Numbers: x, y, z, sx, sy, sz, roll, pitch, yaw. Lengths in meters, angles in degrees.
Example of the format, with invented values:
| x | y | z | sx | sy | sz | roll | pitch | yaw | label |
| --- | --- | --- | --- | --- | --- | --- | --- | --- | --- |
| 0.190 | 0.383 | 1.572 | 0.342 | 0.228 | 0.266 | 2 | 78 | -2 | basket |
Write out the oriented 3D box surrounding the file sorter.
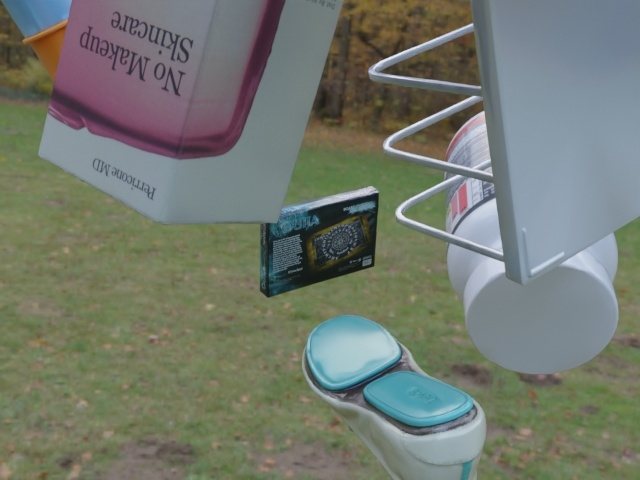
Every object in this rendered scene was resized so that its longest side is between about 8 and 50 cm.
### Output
| x | y | z | sx | sy | sz | roll | pitch | yaw | label |
| --- | --- | --- | --- | --- | --- | --- | --- | --- | --- |
| 0.145 | -0.148 | 0.634 | 0.193 | 0.277 | 0.173 | -27 | 29 | -26 | file sorter |

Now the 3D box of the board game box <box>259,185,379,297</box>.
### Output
| x | y | z | sx | sy | sz | roll | pitch | yaw | label |
| --- | --- | --- | --- | --- | --- | --- | --- | --- | --- |
| 0.000 | 0.000 | 1.180 | 0.186 | 0.126 | 0.026 | -14 | 32 | -30 | board game box |

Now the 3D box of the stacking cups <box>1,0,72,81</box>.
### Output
| x | y | z | sx | sy | sz | roll | pitch | yaw | label |
| --- | --- | --- | --- | --- | --- | --- | --- | --- | --- |
| -0.274 | -0.237 | 0.805 | 0.096 | 0.316 | 0.096 | -22 | 21 | 9 | stacking cups |

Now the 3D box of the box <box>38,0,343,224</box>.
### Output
| x | y | z | sx | sy | sz | roll | pitch | yaw | label |
| --- | --- | --- | --- | --- | --- | --- | --- | --- | --- |
| -0.090 | -0.142 | 0.602 | 0.149 | 0.232 | 0.127 | 26 | 16 | 32 | box |

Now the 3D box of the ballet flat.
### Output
| x | y | z | sx | sy | sz | roll | pitch | yaw | label |
| --- | --- | --- | --- | --- | --- | --- | --- | --- | --- |
| 0.048 | 0.127 | 0.623 | 0.086 | 0.086 | 0.248 | 3 | 10 | -17 | ballet flat |

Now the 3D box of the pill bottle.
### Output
| x | y | z | sx | sy | sz | roll | pitch | yaw | label |
| --- | --- | --- | --- | --- | --- | --- | --- | --- | --- |
| 0.269 | -0.013 | 1.091 | 0.210 | 0.210 | 0.363 | 6 | 36 | 3 | pill bottle |
